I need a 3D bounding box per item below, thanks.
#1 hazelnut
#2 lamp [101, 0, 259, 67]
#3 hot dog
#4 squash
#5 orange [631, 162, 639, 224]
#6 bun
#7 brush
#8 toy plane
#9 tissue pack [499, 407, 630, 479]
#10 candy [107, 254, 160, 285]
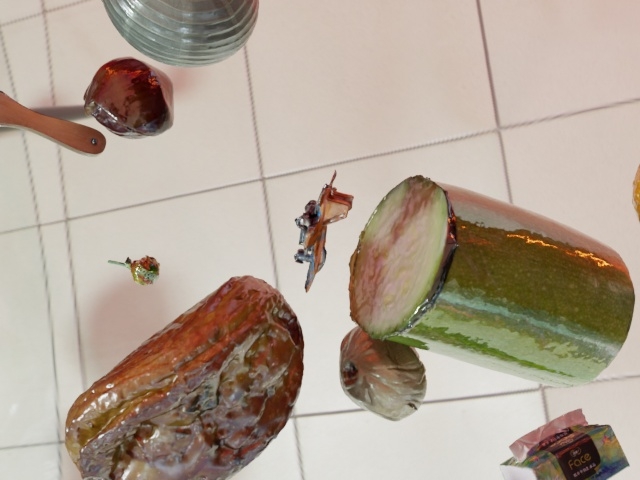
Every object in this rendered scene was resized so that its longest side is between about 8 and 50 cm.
[{"bbox_3d":[-0.376,-0.282,1.740,0.170,0.201,0.161,22,87,-26],"label":"hazelnut"},{"bbox_3d":[-0.234,-0.396,1.420,0.265,0.233,0.233,9,89,-15],"label":"lamp"},{"bbox_3d":[-0.185,0.223,1.264,0.387,0.267,0.174,-39,39,-12],"label":"hot dog"},{"bbox_3d":[0.258,0.065,1.338,0.263,0.384,0.263,-35,46,47],"label":"squash"},{"bbox_3d":[0.535,-0.065,1.208,0.193,0.161,0.193,-24,57,44],"label":"orange"},{"bbox_3d":[0.088,0.212,1.407,0.173,0.113,0.167,-16,79,60],"label":"bun"},{"bbox_3d":[-0.533,-0.210,1.497,0.327,0.065,0.070,18,68,-20],"label":"brush"},{"bbox_3d":[-0.011,-0.004,1.200,0.062,0.135,0.188,27,126,2],"label":"toy plane"},{"bbox_3d":[0.264,0.240,0.966,0.111,0.085,0.079,-22,85,-18],"label":"tissue pack"},{"bbox_3d":[-0.383,0.053,1.747,0.201,0.060,0.061,9,89,51],"label":"candy"}]
